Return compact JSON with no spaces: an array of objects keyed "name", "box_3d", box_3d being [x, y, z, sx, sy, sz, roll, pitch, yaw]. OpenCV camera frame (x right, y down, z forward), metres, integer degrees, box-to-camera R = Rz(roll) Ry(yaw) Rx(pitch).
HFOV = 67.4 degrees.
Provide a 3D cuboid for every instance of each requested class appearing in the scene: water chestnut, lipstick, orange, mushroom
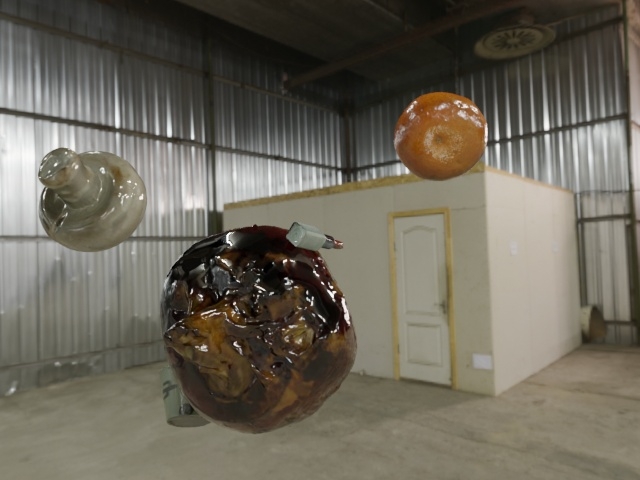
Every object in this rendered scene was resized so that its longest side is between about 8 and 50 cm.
[{"name":"water chestnut","box_3d":[-0.112,0.132,0.750,0.335,0.336,0.347,-2,-12,12]},{"name":"lipstick","box_3d":[0.000,0.000,0.628,0.025,0.025,0.107,43,17,33]},{"name":"orange","box_3d":[0.294,-0.257,1.183,0.223,0.224,0.170,-2,20,7]},{"name":"mushroom","box_3d":[-0.515,-0.100,1.038,0.243,0.244,0.243,-2,-1,0]}]

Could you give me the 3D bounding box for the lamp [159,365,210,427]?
[{"name":"lamp","box_3d":[-0.245,0.239,0.921,0.121,0.215,0.121,-4,-32,-2]}]
